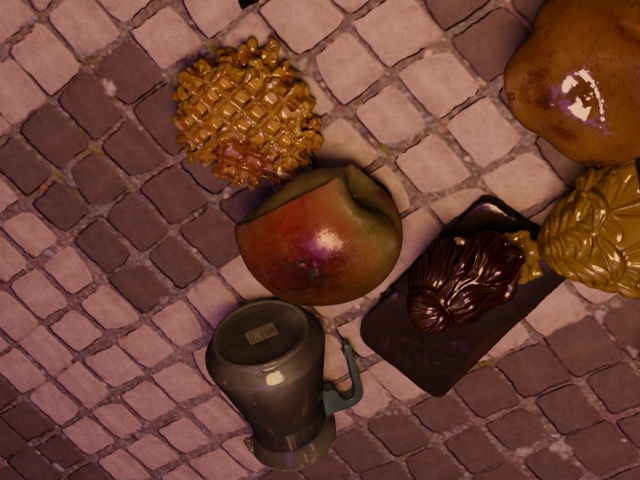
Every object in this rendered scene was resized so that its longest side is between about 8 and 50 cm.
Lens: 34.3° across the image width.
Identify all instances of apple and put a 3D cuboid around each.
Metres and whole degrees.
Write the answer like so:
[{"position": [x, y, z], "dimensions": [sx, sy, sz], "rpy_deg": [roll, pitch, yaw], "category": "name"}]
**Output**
[{"position": [0.000, 0.000, 1.316], "dimensions": [0.188, 0.207, 0.174], "rpy_deg": [-36, 66, 25], "category": "apple"}]

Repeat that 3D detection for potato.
[{"position": [0.364, -0.214, 1.061], "dimensions": [0.369, 0.196, 0.176], "rpy_deg": [-28, 143, 33], "category": "potato"}]

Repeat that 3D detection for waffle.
[{"position": [-0.094, -0.148, 1.314], "dimensions": [0.193, 0.070, 0.197], "rpy_deg": [-10, 119, 23], "category": "waffle"}]

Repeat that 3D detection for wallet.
[{"position": [0.188, 0.081, 1.392], "dimensions": [0.165, 0.042, 0.309], "rpy_deg": [36, 125, -7], "category": "wallet"}]

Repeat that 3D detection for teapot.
[{"position": [-0.046, 0.207, 1.497], "dimensions": [0.203, 0.171, 0.225], "rpy_deg": [-19, 127, -5], "category": "teapot"}]

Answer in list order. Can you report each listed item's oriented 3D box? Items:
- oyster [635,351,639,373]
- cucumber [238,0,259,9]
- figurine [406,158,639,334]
[{"position": [0.532, 0.161, 1.259], "dimensions": [0.267, 0.112, 0.198], "rpy_deg": [-19, 90, 22], "category": "oyster"}, {"position": [-0.054, -0.383, 1.145], "dimensions": [0.072, 0.072, 0.300], "rpy_deg": [20, 128, 5], "category": "cucumber"}, {"position": [0.253, 0.019, 1.247], "dimensions": [0.315, 0.168, 0.187], "rpy_deg": [-18, 135, 25], "category": "figurine"}]
